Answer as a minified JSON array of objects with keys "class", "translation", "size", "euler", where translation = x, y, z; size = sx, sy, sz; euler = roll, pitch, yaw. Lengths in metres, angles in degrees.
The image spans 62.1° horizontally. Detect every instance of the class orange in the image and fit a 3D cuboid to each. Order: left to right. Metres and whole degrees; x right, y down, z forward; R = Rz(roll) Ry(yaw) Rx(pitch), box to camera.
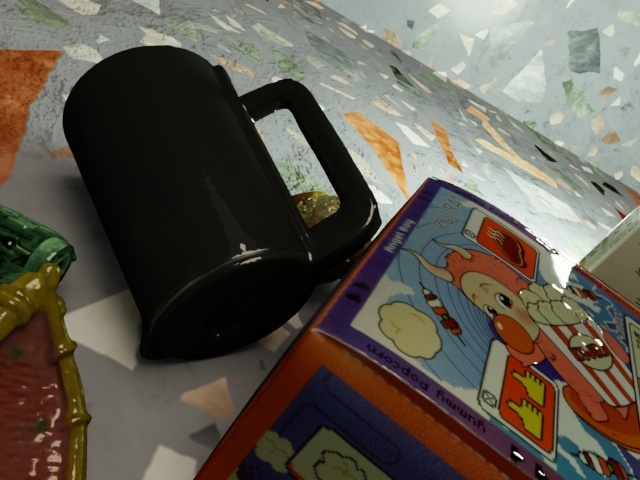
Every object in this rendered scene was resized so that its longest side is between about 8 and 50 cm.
[{"class":"orange","translation":[0.000,0.000,0.715],"size":[0.157,0.134,0.156],"euler":[-6,6,1]}]

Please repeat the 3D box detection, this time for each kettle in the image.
[{"class":"kettle","translation":[-0.118,-0.050,0.606],"size":[0.262,0.203,0.308],"euler":[-15,57,-28]}]

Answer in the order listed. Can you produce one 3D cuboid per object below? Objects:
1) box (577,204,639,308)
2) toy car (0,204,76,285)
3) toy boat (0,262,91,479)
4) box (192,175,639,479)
[{"class":"box","translation":[0.400,0.135,0.711],"size":[0.210,0.330,0.095],"euler":[41,33,10]},{"class":"toy car","translation":[-0.315,0.043,0.394],"size":[0.136,0.125,0.306],"euler":[27,11,-2]},{"class":"toy boat","translation":[-0.200,0.165,0.333],"size":[0.141,0.099,0.318],"euler":[47,22,-54]},{"class":"box","translation":[0.128,0.157,0.513],"size":[0.318,0.257,0.349],"euler":[37,33,7]}]
